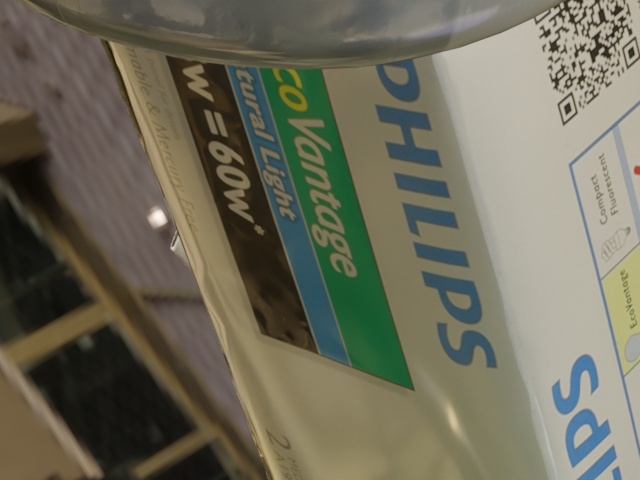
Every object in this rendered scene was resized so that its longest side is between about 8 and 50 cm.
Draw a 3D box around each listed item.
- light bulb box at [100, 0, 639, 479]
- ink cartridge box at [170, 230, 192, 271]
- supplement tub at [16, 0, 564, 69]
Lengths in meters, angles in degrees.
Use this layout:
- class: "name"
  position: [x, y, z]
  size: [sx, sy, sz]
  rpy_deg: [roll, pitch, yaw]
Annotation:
- class: "light bulb box"
  position: [0.124, -0.054, 0.958]
  size: [0.225, 0.361, 0.358]
  rpy_deg: [15, -46, 43]
- class: "ink cartridge box"
  position: [0.000, 0.000, 1.367]
  size: [0.127, 0.175, 0.072]
  rpy_deg: [47, -47, 21]
- class: "supplement tub"
  position: [-0.005, -0.209, 0.371]
  size: [0.193, 0.193, 0.316]
  rpy_deg: [38, -37, 34]
